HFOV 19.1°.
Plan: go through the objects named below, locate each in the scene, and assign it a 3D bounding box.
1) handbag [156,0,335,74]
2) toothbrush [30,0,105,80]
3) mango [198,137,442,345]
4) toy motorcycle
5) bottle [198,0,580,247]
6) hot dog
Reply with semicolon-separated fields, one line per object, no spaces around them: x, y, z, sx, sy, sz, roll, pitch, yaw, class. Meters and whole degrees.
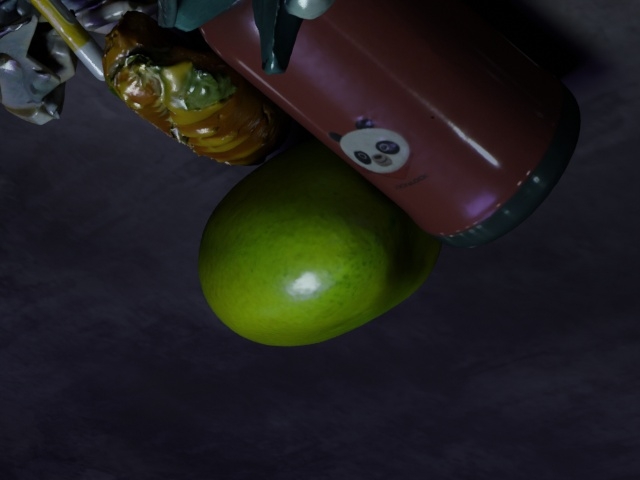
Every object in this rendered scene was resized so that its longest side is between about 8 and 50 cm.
0.016;-0.248;0.957;0.100;0.274;0.268;24;148;9;handbag
-0.241;-0.224;1.336;0.024;0.021;0.288;-34;106;31;toothbrush
-0.006;0.003;1.444;0.185;0.273;0.149;-25;91;21;mango
-0.202;-0.159;1.444;0.229;0.094;0.130;-23;135;35;toy motorcycle
0.018;-0.140;1.277;0.336;0.144;0.144;38;146;-27;bottle
-0.093;-0.106;1.382;0.115;0.072;0.269;34;-178;15;hot dog
